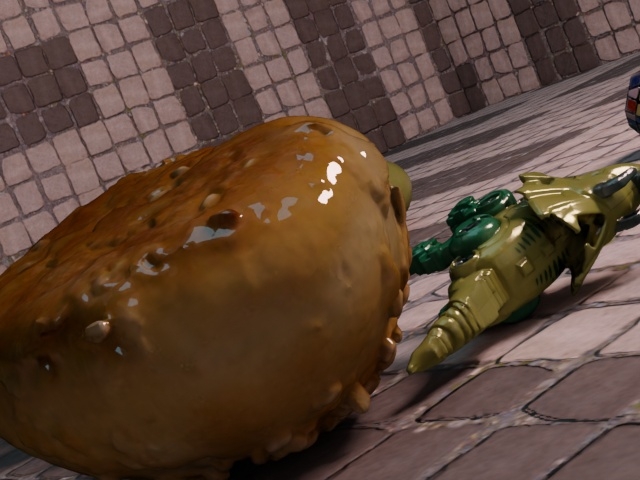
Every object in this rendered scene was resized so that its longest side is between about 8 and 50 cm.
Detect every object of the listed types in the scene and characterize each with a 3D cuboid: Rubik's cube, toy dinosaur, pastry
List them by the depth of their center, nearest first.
[{"bbox_3d":[-0.077,0.054,0.733,0.315,0.184,0.284,-17,23,35],"label":"pastry"},{"bbox_3d":[0.123,0.023,0.786,0.259,0.094,0.153,-37,8,-31],"label":"toy dinosaur"},{"bbox_3d":[0.406,-0.161,1.287,0.093,0.111,0.111,-51,7,0],"label":"Rubik's cube"}]

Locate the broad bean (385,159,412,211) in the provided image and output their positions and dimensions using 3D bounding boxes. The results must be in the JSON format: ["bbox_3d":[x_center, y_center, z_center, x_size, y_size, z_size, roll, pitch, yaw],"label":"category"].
[{"bbox_3d":[0.016,-0.041,1.569,0.238,0.119,0.291,-22,7,4],"label":"broad bean"}]
